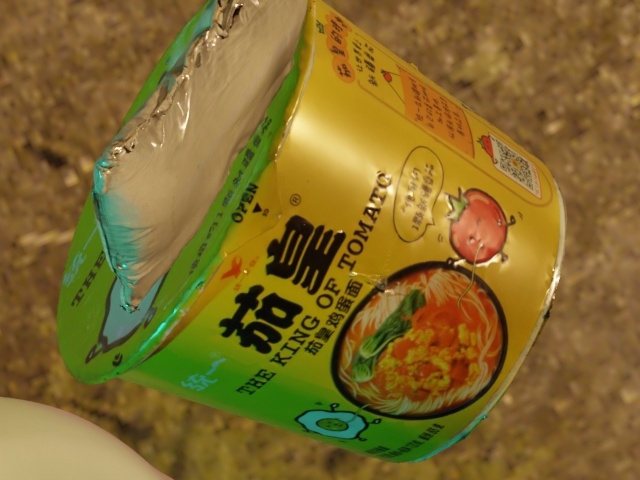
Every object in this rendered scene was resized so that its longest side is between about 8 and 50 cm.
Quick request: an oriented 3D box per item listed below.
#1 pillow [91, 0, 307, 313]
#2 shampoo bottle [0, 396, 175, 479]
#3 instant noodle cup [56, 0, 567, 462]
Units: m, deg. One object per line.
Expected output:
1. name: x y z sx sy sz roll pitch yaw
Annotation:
1. pillow: -0.063 -0.073 1.115 0.128 0.051 0.229 91 23 -49
2. shampoo bottle: -0.131 0.195 1.050 0.349 0.151 0.222 11 98 -42
3. instant noodle cup: 0.000 0.000 1.404 0.254 0.325 0.325 28 127 -22
